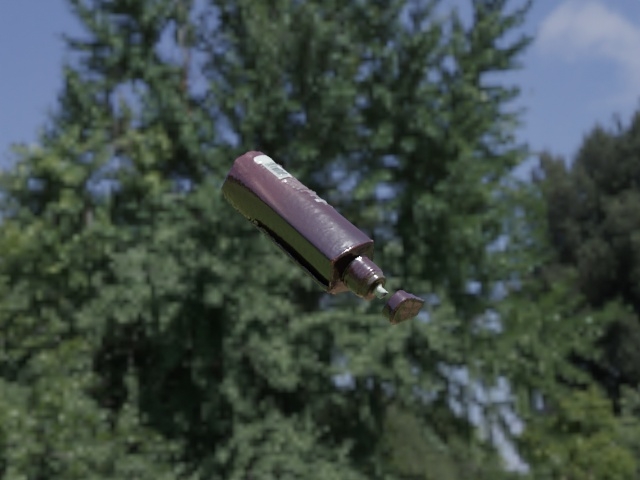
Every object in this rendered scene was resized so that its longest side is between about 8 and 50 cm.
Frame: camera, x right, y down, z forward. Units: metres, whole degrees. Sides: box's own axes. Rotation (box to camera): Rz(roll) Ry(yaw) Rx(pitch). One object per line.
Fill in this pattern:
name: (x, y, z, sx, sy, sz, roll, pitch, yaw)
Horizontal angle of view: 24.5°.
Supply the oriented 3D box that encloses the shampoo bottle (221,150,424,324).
shampoo bottle: (0.001, 0.001, 1.442, 0.068, 0.236, 0.067, -24, -38, -37)
